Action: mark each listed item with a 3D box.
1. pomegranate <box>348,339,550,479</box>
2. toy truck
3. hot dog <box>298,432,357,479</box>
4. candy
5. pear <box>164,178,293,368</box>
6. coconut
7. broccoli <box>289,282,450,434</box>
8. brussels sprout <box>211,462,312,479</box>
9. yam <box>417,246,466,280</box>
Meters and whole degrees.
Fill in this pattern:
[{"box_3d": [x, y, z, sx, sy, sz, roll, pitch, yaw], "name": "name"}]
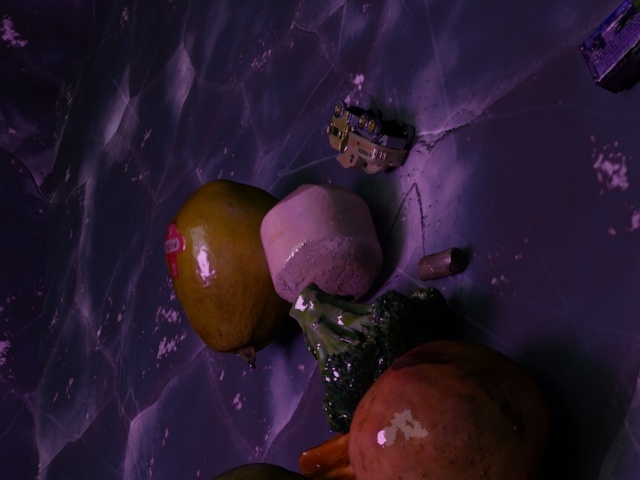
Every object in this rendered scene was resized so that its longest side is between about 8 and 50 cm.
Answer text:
[{"box_3d": [0.169, 0.271, 1.333, 0.281, 0.281, 0.281, -31, 52, 50], "name": "pomegranate"}, {"box_3d": [0.086, -0.180, 1.839, 0.191, 0.085, 0.116, 37, 114, 55], "name": "toy truck"}, {"box_3d": [0.040, 0.374, 1.687, 0.269, 0.072, 0.115, -35, 50, 50], "name": "hot dog"}, {"box_3d": [0.467, -0.323, 1.291, 0.312, 0.061, 0.088, -46, 40, 39], "name": "candy"}, {"box_3d": [-0.162, 0.068, 1.964, 0.287, 0.287, 0.375, -25, 70, 53], "name": "pear"}, {"box_3d": [0.000, 0.000, 1.787, 0.224, 0.224, 0.234, -55, 38, 30], "name": "coconut"}, {"box_3d": [0.071, 0.156, 1.557, 0.254, 0.269, 0.269, 93, 166, -48], "name": "broccoli"}, {"box_3d": [-0.075, 0.540, 1.591, 0.315, 0.276, 0.371, -25, 72, 42], "name": "brussels sprout"}, {"box_3d": [0.192, 0.039, 1.609, 0.094, 0.043, 0.043, -17, 63, 54], "name": "yam"}]
